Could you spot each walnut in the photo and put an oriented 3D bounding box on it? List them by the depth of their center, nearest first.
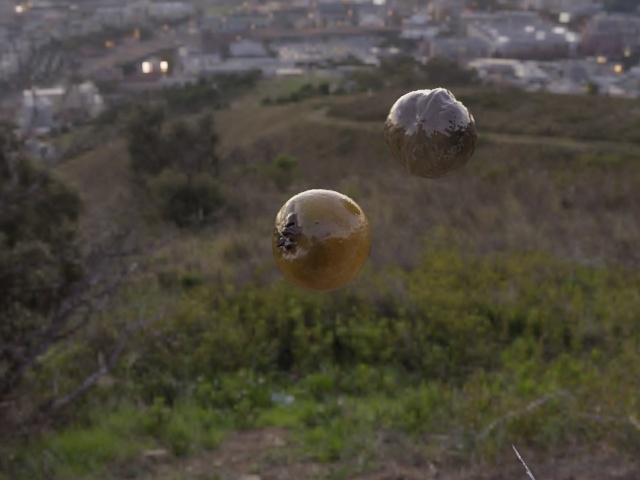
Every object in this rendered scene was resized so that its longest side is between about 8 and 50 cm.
[{"bbox_3d":[0.166,-0.160,1.774,0.140,0.140,0.162,8,1,17],"label":"walnut"}]

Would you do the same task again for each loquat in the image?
[{"bbox_3d":[0.000,0.000,1.709,0.163,0.163,0.137,-9,43,-23],"label":"loquat"}]

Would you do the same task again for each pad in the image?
[{"bbox_3d":[0.263,0.306,1.314,0.004,0.156,0.232,-33,-4,3],"label":"pad"}]
